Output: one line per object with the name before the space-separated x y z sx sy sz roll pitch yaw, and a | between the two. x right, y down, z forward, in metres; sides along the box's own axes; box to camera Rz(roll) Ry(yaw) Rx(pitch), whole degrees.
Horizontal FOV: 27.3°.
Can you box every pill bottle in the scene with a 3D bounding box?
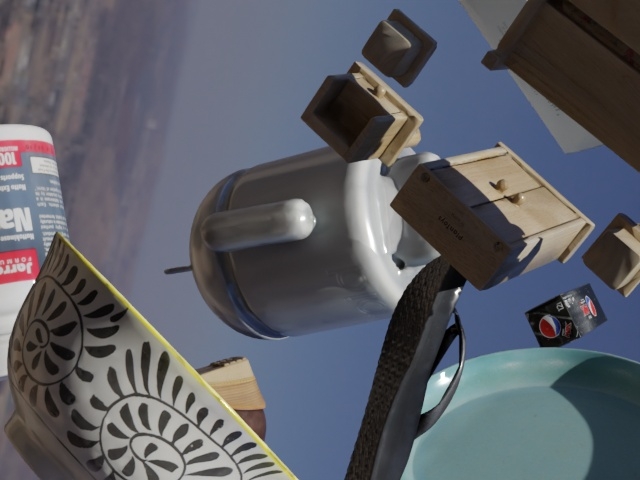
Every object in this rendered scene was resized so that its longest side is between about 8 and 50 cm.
pill bottle | -0.240 0.012 0.983 0.108 0.108 0.180 140 -61 -78

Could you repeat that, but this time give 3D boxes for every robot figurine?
robot figurine | 0.000 0.000 1.461 0.300 0.354 0.199 18 64 -54

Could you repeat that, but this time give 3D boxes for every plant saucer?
plant saucer | 0.218 0.203 1.263 0.317 0.318 0.043 -92 177 -64

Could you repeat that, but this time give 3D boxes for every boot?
boot | -0.168 0.271 1.675 0.090 0.248 0.206 0 -81 53

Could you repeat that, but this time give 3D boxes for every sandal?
sandal | 0.078 0.133 1.125 0.097 0.055 0.254 -136 -116 -76

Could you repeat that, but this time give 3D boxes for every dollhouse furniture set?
dollhouse furniture set | 0.212 -0.147 1.033 0.174 0.303 0.355 -15 145 -58

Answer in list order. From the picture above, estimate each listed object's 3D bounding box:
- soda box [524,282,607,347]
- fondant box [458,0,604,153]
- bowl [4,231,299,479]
soda box | 0.311 0.096 1.658 0.060 0.053 0.169 66 23 7
fondant box | 0.328 -0.294 1.500 0.330 0.238 0.096 -48 -161 -30
bowl | -0.089 0.084 0.599 0.080 0.170 0.170 -44 -176 -8
